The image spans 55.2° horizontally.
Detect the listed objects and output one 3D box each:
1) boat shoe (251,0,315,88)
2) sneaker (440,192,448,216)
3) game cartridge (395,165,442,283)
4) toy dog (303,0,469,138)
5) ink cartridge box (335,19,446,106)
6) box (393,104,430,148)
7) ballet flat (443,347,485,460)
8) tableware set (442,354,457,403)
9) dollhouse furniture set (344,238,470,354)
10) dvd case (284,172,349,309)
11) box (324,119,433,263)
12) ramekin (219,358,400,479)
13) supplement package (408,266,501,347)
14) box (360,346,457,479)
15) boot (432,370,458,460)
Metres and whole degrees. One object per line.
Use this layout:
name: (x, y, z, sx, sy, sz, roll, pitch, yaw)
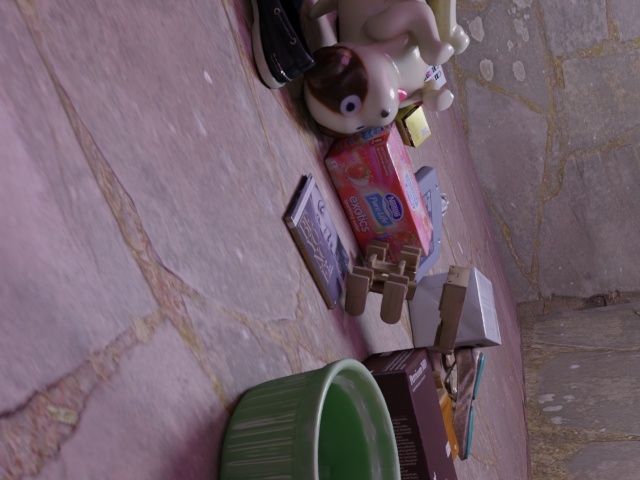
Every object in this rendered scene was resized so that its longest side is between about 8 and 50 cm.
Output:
boat shoe: (-0.072, -0.460, 1.156, 0.127, 0.113, 0.339, 27, 53, -61)
sneaker: (0.309, -0.091, 1.836, 0.297, 0.130, 0.110, -55, 131, -59)
game cartridge: (0.263, -0.041, 1.645, 0.196, 0.060, 0.294, -38, 131, -37)
toy dog: (0.113, -0.412, 1.313, 0.284, 0.396, 0.407, 90, 24, -63)
ink cartridge box: (0.224, -0.545, 1.717, 0.272, 0.130, 0.309, -45, 126, -24)
box: (0.155, -0.295, 1.479, 0.058, 0.232, 0.087, -44, 129, -16)
ballet flat: (0.395, 0.460, 1.750, 0.107, 0.106, 0.315, 35, 65, -69)
tableware set: (0.414, 0.425, 1.929, 0.128, 0.039, 0.194, 33, 42, -44)
dollhouse furniture set: (0.183, 0.126, 1.319, 0.212, 0.242, 0.160, -51, 150, -63)
dvd case: (0.000, 0.000, 1.203, 0.221, 0.018, 0.164, 64, 26, -28)
box: (0.144, -0.105, 1.422, 0.142, 0.154, 0.299, -67, 139, -55)
ramekin: (-0.007, 0.324, 0.842, 0.303, 0.148, 0.303, -13, 90, -68)
supplement package: (0.391, 0.210, 1.773, 0.263, 0.200, 0.197, 27, 54, -62)
box: (0.177, 0.427, 1.240, 0.191, 0.143, 0.380, -15, 91, -67)
boot: (0.293, 0.469, 1.531, 0.295, 0.104, 0.211, -24, 100, -71)
